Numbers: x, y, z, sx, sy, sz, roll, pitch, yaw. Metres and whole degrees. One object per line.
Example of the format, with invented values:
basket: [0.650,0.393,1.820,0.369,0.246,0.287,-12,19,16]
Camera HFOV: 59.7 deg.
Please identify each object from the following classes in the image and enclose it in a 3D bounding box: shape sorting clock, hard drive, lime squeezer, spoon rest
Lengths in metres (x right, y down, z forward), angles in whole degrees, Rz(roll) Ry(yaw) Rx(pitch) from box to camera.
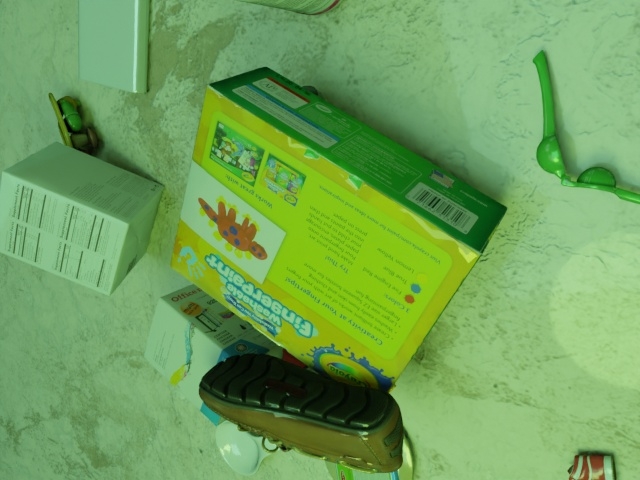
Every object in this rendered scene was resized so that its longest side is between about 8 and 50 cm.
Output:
shape sorting clock: [0.088,0.416,1.083,0.206,0.040,0.206,2,94,32]
hard drive: [-0.449,-0.492,1.205,0.203,0.040,0.308,20,113,29]
lime squeezer: [0.370,-0.111,0.756,0.110,0.059,0.310,-42,75,4]
spoon rest: [-0.140,0.439,1.218,0.276,0.084,0.137,-30,85,35]

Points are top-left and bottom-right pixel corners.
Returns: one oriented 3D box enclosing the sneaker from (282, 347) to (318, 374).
sneaker: [-0.044,0.254,1.113,0.279,0.107,0.118,-45,58,31]

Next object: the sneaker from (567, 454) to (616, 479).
sneaker: [0.416,0.384,0.852,0.067,0.042,0.119,-4,92,31]

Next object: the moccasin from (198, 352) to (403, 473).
moccasin: [-0.042,0.281,0.907,0.380,0.139,0.147,4,120,27]

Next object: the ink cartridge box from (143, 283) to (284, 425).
ink cartridge box: [-0.217,0.218,1.156,0.232,0.171,0.168,34,118,22]

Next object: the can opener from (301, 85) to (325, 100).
can opener: [-0.035,-0.135,0.996,0.074,0.093,0.280,14,115,30]

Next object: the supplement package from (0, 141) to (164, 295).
supplement package: [-0.519,-0.051,1.213,0.262,0.199,0.198,23,118,-4]

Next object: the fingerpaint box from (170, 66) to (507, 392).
fingerpaint box: [0.000,0.000,0.897,0.444,0.163,0.371,33,128,14]

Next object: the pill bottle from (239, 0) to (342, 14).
pill bottle: [-0.078,-0.430,0.820,0.160,0.283,0.160,10,108,32]

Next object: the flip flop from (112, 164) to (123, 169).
flip flop: [-0.568,-0.106,1.359,0.277,0.080,0.112,-32,114,27]

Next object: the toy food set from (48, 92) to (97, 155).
toy food set: [-0.588,-0.260,1.351,0.218,0.071,0.128,67,156,6]

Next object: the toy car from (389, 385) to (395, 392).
toy car: [0.076,0.279,1.054,0.122,0.040,0.060,-35,62,27]
